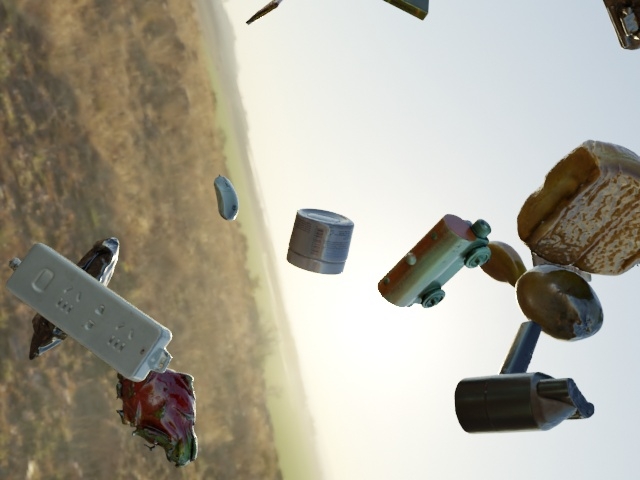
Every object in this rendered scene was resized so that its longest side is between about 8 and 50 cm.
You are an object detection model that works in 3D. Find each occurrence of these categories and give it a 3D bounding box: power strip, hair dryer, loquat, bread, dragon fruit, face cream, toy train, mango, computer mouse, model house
[{"bbox_3d":[-0.385,0.110,1.274,0.338,0.098,0.058,31,-8,17],"label":"power strip"},{"bbox_3d":[0.427,0.255,1.557,0.116,0.244,0.302,58,42,-22],"label":"hair dryer"},{"bbox_3d":[0.592,0.156,1.934,0.227,0.179,0.179,42,-22,32],"label":"loquat"},{"bbox_3d":[0.663,-0.075,1.830,0.337,0.327,0.148,121,-21,-45],"label":"bread"},{"bbox_3d":[-0.410,0.435,1.943,0.198,0.200,0.269,94,-11,-64],"label":"dragon fruit"},{"bbox_3d":[0.000,0.000,2.242,0.177,0.177,0.153,-114,-144,-74],"label":"face cream"},{"bbox_3d":[0.251,0.049,1.751,0.285,0.177,0.116,-47,-128,31],"label":"toy train"},{"bbox_3d":[0.563,0.074,2.400,0.227,0.099,0.136,-134,-151,-59],"label":"mango"},{"bbox_3d":[-0.211,-0.101,1.775,0.055,0.032,0.110,-3,78,-54],"label":"computer mouse"},{"bbox_3d":[0.625,-0.484,1.508,0.188,0.122,0.229,-86,153,-75],"label":"model house"}]

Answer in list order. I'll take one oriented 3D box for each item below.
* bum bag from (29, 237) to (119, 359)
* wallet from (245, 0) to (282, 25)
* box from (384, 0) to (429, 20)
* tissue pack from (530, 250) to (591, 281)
[{"bbox_3d":[-0.513,0.129,1.621,0.095,0.340,0.144,32,35,-24],"label":"bum bag"},{"bbox_3d":[-0.136,-0.624,2.085,0.020,0.103,0.196,56,22,-18],"label":"wallet"},{"bbox_3d":[0.213,-0.636,1.940,0.030,0.121,0.193,-52,-157,46],"label":"box"},{"bbox_3d":[0.683,0.004,2.254,0.145,0.159,0.230,-46,125,-71],"label":"tissue pack"}]
